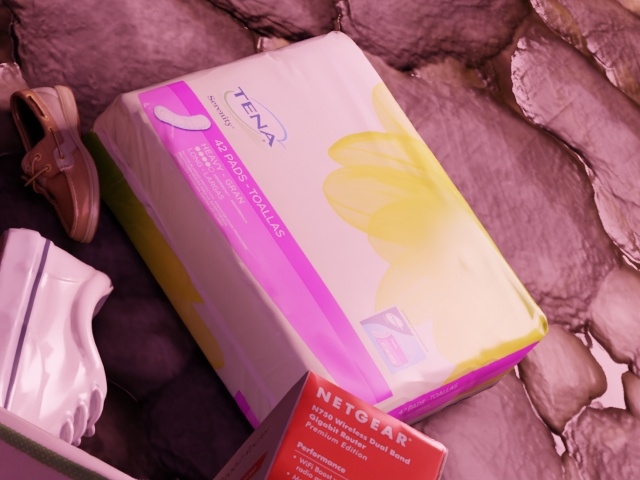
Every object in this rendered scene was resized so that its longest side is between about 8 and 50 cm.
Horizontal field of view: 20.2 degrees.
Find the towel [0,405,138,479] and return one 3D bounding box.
[{"bbox_3d":[-0.250,0.206,0.903,0.248,0.038,0.325,22,53,29],"label":"towel"}]

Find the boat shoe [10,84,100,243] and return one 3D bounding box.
[{"bbox_3d":[-0.186,-0.052,1.246,0.045,0.050,0.135,0,47,-27],"label":"boat shoe"}]

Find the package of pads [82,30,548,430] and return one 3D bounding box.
[{"bbox_3d":[0.000,0.000,1.280,0.229,0.101,0.296,-21,71,-40],"label":"package of pads"}]

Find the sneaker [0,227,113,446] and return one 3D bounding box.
[{"bbox_3d":[-0.178,0.100,1.101,0.091,0.094,0.258,19,49,-13],"label":"sneaker"}]

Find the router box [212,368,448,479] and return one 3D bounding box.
[{"bbox_3d":[-0.085,0.268,0.866,0.082,0.335,0.301,31,47,-7],"label":"router box"}]
